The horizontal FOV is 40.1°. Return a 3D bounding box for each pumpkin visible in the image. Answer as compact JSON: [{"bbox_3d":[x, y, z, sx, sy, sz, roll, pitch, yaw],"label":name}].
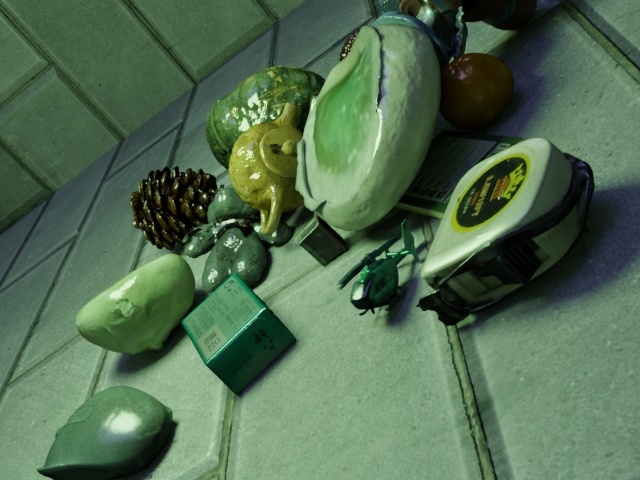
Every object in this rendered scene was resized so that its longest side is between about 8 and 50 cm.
[{"bbox_3d":[-0.111,-0.284,2.144,0.328,0.291,0.257,-41,41,34],"label":"pumpkin"}]

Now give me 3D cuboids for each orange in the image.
[{"bbox_3d":[0.301,-0.299,1.736,0.159,0.136,0.159,-34,26,20],"label":"orange"}]

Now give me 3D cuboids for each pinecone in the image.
[{"bbox_3d":[-0.378,-0.092,2.302,0.272,0.224,0.224,-19,30,18],"label":"pinecone"}]

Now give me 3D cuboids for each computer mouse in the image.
[{"bbox_3d":[-0.433,0.373,1.698,0.374,0.114,0.203,-19,32,42],"label":"computer mouse"}]

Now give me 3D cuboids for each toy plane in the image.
[{"bbox_3d":[0.105,0.053,1.475,0.060,0.096,0.235,-15,17,41],"label":"toy plane"}]

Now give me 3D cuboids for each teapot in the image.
[{"bbox_3d":[-0.091,-0.161,1.915,0.167,0.203,0.311,134,147,-59],"label":"teapot"}]

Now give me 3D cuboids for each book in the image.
[{"bbox_3d":[0.244,-0.128,1.658,0.202,0.027,0.264,-47,25,-11],"label":"book"}]

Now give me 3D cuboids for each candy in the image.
[{"bbox_3d":[0.099,-0.212,1.722,0.386,0.186,0.427,-40,35,47],"label":"candy"}]

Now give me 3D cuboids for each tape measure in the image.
[{"bbox_3d":[0.282,-0.012,1.280,0.231,0.133,0.271,-24,29,50],"label":"tape measure"}]

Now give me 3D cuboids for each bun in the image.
[{"bbox_3d":[-0.392,0.158,1.959,0.283,0.179,0.283,-33,4,2],"label":"bun"}]

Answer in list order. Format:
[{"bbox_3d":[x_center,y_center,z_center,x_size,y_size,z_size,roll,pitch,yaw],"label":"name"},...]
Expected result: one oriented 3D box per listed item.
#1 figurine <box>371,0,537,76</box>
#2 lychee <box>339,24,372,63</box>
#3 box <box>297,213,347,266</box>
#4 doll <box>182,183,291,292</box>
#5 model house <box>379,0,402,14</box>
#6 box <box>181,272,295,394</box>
[{"bbox_3d":[0.311,-0.509,1.864,0.388,0.248,0.276,-52,-9,-25],"label":"figurine"},{"bbox_3d":[0.134,-0.452,2.207,0.188,0.188,0.188,-33,25,17],"label":"lychee"},{"bbox_3d":[0.000,0.000,1.736,0.063,0.085,0.060,-41,23,13],"label":"box"},{"bbox_3d":[-0.187,-0.031,1.977,0.246,0.158,0.340,-9,31,16],"label":"doll"},{"bbox_3d":[0.247,-0.636,2.390,0.172,0.166,0.183,-41,12,7],"label":"model house"},{"bbox_3d":[-0.161,0.170,1.669,0.153,0.092,0.245,-43,23,-4],"label":"box"}]
